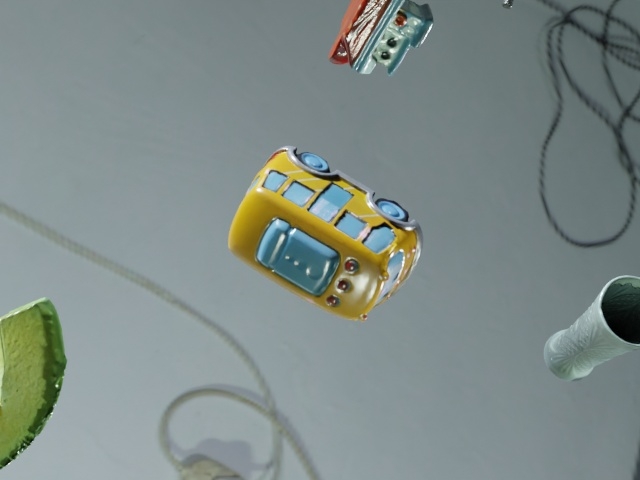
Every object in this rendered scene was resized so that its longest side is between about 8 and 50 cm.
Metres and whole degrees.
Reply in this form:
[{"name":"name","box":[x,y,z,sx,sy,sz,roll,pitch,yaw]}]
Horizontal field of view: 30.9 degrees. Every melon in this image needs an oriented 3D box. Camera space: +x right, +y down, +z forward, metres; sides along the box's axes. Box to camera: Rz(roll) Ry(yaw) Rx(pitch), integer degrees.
[{"name":"melon","box":[-0.319,0.149,1.062,0.209,0.064,0.118,-36,109,-41]}]

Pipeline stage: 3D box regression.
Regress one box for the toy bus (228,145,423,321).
[{"name":"toy bus","box":[0.000,0.000,1.290,0.209,0.126,0.136,31,28,6]}]

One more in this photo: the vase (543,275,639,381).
[{"name":"vase","box":[0.375,0.128,1.563,0.096,0.219,0.096,4,68,-11]}]

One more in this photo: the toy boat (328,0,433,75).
[{"name":"toy boat","box":[0.068,-0.202,0.892,0.059,0.069,0.173,23,113,-11]}]

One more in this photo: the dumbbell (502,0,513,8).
[{"name":"dumbbell","box":[0.186,-0.277,1.048,0.069,0.069,0.147,22,76,-24]}]
